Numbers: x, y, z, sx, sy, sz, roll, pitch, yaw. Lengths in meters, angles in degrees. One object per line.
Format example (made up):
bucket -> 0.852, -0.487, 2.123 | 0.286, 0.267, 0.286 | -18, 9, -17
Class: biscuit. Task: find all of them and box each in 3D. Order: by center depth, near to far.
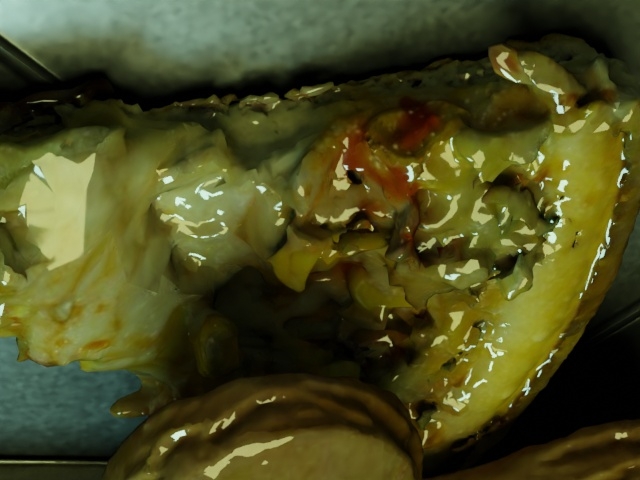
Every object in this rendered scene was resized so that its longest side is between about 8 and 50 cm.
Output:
biscuit -> 0.041, 0.129, 0.698 | 0.277, 0.052, 0.262 | -4, 147, -16

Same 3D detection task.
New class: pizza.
pizza -> 0.000, 0.000, 0.641 | 0.287, 0.074, 0.251 | 32, 121, -34

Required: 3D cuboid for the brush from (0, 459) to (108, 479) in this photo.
brush -> -0.062, 0.141, 0.777 | 0.327, 0.065, 0.070 | 0, 131, -8
